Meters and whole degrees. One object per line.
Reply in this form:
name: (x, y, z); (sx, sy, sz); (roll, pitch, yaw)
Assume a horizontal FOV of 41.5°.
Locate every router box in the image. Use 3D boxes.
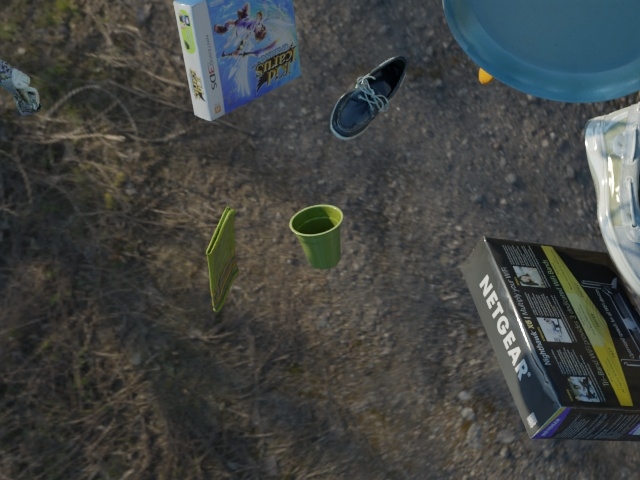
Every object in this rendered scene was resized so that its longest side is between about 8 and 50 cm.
router box: (0.368, 0.141, 1.234); (0.309, 0.243, 0.081); (-104, 31, -42)

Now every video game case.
video game case: (-0.160, -0.409, 1.734); (0.061, 0.269, 0.244); (26, 136, 36)

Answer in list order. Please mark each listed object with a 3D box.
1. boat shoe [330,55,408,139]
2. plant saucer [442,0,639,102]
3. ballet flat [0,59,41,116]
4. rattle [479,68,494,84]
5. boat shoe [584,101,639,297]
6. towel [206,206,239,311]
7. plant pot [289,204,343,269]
boat shoe: (0.114, -0.322, 1.884); (0.095, 0.079, 0.254); (46, 61, -2)
plant saucer: (0.319, -0.306, 1.112); (0.318, 0.317, 0.043); (15, 62, 21)
ballet flat: (-0.447, -0.230, 1.259); (0.041, 0.114, 0.041); (-4, 59, 6)
rattle: (0.445, -0.392, 1.761); (0.200, 0.142, 0.130); (-27, 58, -13)
boat shoe: (0.491, -0.059, 1.292); (0.103, 0.118, 0.320); (-23, 61, 38)
towel: (-0.173, 0.039, 1.514); (0.021, 0.237, 0.102); (16, 62, 5)
plant pot: (0.000, 0.000, 1.308); (0.083, 0.083, 0.079); (4, 127, 21)
